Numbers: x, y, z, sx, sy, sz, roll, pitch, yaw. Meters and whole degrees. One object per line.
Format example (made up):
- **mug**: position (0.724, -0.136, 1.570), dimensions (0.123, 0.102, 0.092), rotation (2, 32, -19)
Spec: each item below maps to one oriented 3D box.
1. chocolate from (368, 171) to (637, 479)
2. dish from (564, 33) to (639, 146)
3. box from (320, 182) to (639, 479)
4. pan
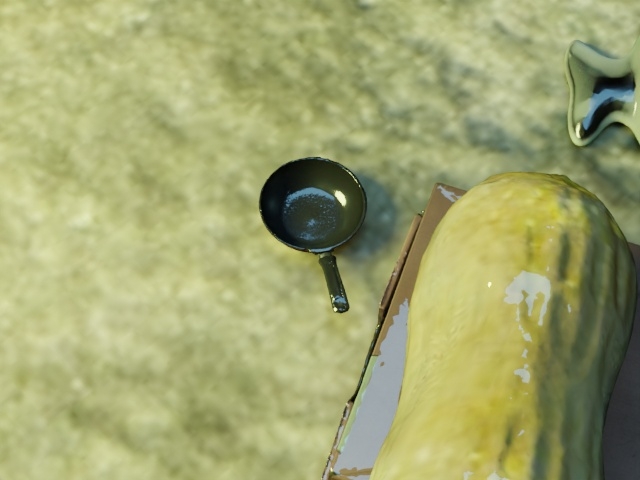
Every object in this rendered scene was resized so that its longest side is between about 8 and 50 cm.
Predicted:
- **chocolate**: position (0.095, 0.103, 0.972), dimensions (0.134, 0.134, 0.309), rotation (12, 60, 6)
- **dish**: position (0.286, -0.110, 1.207), dimensions (0.246, 0.078, 0.224), rotation (0, 64, 0)
- **box**: position (0.126, 0.093, 1.093), dimensions (0.215, 0.086, 0.215), rotation (18, 63, 9)
- **pan**: position (0.000, 0.001, 1.175), dimensions (0.068, 0.023, 0.115), rotation (-10, 60, -6)
